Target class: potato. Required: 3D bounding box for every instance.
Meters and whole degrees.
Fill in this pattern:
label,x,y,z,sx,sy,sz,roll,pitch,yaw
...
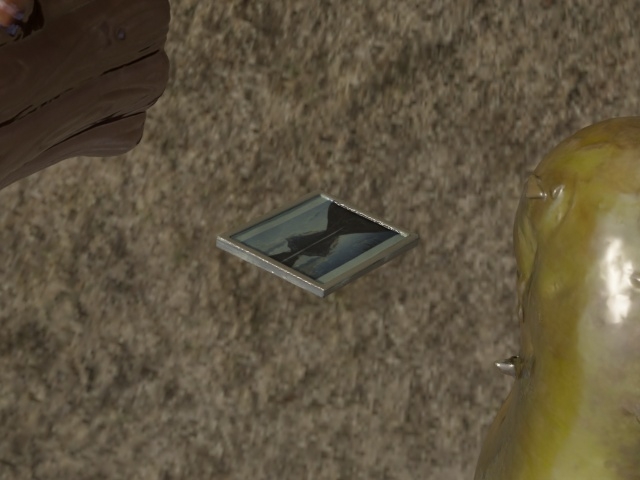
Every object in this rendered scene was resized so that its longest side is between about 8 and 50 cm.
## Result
label,x,y,z,sx,sy,sz,roll,pitch,yaw
potato,0.082,0.034,0.357,0.070,0.091,0.138,7,117,2

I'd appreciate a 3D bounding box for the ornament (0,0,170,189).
label,x,y,z,sx,sy,sz,roll,pitch,yaw
ornament,-0.242,-0.133,0.956,0.221,0.217,0.235,-23,104,39

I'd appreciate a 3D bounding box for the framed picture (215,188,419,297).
label,x,y,z,sx,sy,sz,roll,pitch,yaw
framed picture,0.000,0.000,1.506,0.150,0.203,0.015,26,120,27
